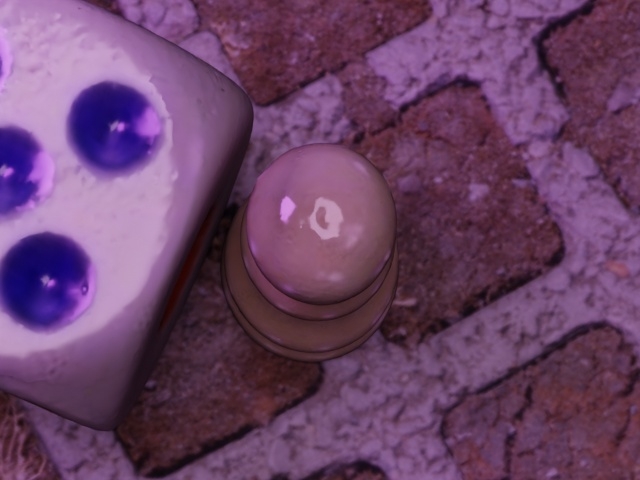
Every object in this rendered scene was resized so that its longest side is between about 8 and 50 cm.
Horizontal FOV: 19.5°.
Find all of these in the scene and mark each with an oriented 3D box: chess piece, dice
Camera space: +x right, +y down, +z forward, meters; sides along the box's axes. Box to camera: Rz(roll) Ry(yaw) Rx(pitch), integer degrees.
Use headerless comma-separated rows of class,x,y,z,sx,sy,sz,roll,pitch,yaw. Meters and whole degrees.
chess piece,0.000,0.000,1.511,0.167,0.299,0.167,1,80,-4
dice,-0.245,-0.036,1.522,0.304,0.277,0.304,23,83,0
